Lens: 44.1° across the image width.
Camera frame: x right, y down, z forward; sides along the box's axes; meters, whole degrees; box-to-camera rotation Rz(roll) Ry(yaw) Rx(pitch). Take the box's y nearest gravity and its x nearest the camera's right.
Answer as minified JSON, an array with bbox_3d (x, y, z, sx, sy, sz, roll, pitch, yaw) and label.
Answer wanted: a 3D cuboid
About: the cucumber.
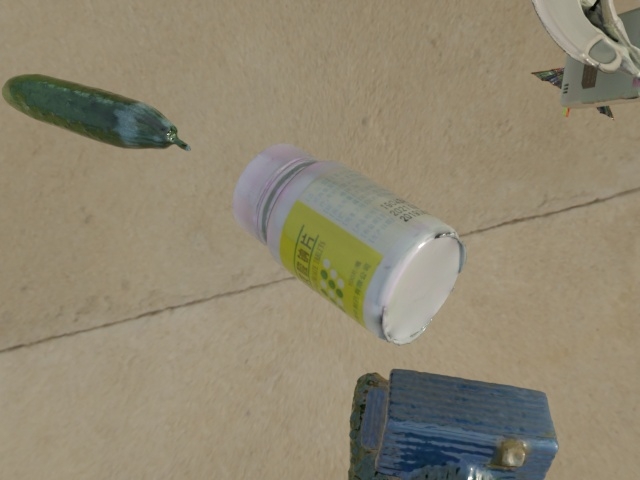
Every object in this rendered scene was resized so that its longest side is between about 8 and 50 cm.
[{"bbox_3d":[-0.239,-0.136,0.824,0.250,0.056,0.056,17,88,18],"label":"cucumber"}]

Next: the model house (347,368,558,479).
[{"bbox_3d":[0.211,0.434,1.402,0.334,0.342,0.382,9,78,1],"label":"model house"}]

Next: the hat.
[{"bbox_3d":[0.259,-0.268,0.799,0.226,0.164,0.220,-11,112,-27],"label":"hat"}]

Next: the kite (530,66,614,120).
[{"bbox_3d":[0.510,-0.299,1.574,0.190,0.010,0.159,33,60,12],"label":"kite"}]

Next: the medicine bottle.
[{"bbox_3d":[0.039,-0.009,1.337,0.378,0.213,0.214,34,88,35],"label":"medicine bottle"}]

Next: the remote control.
[{"bbox_3d":[0.481,-0.288,1.252,0.050,0.344,0.145,7,96,-9],"label":"remote control"}]
